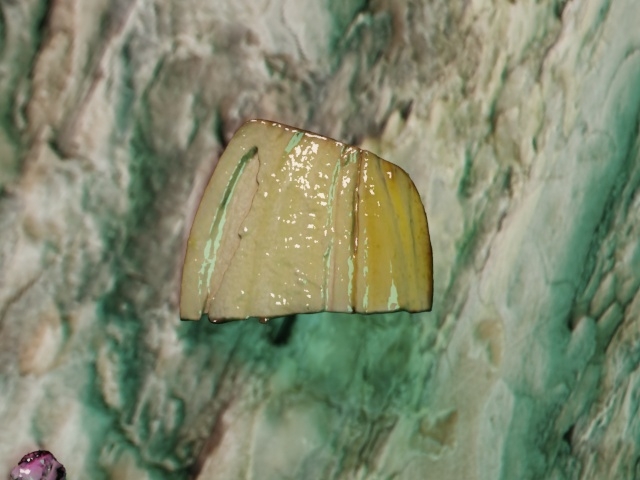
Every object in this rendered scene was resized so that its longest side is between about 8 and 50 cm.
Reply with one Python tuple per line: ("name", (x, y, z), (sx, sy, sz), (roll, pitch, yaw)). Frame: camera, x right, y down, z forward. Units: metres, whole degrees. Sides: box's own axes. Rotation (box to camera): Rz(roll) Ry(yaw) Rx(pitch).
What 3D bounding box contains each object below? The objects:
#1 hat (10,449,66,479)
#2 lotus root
("hat", (-0.235, 0.206, 0.550), (0.140, 0.129, 0.227), (45, 61, -13))
("lotus root", (0.000, -0.003, 0.630), (0.159, 0.095, 0.135), (10, 93, 9))
